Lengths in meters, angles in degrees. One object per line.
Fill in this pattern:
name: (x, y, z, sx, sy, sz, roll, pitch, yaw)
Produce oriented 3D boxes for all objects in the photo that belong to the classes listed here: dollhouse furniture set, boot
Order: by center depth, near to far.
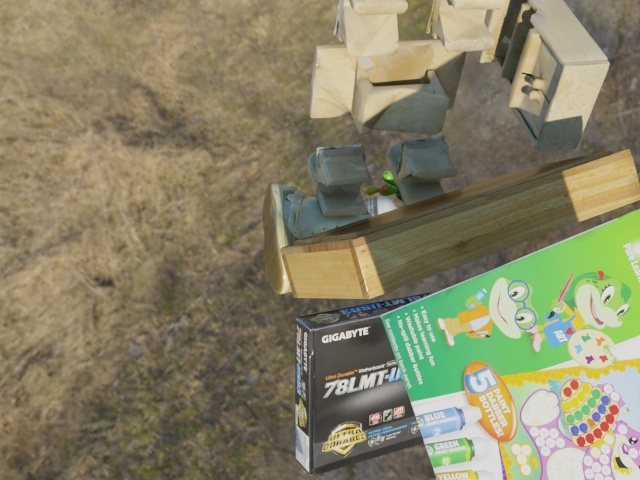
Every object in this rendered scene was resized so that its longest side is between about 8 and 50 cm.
dollhouse furniture set: (0.173, -0.264, 1.286, 0.394, 0.362, 0.256, -5, 47, -12)
boot: (0.000, 0.000, 1.304, 0.165, 0.077, 0.213, 8, 41, -14)

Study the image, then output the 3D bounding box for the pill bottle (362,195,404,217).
pill bottle: (0.080, -0.002, 1.871, 0.319, 0.176, 0.176, -7, 48, 7)

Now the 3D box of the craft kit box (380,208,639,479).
craft kit box: (0.197, 0.126, 0.628, 0.247, 0.061, 0.249, -24, 70, 14)

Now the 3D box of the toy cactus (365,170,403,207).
toy cactus: (0.215, -0.098, 2.031, 0.219, 0.180, 0.112, -41, 2, -10)

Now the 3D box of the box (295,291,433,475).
box: (0.095, 0.262, 1.622, 0.296, 0.293, 0.073, -8, 21, -27)

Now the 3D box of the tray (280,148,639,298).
tray: (0.176, -0.023, 1.093, 0.411, 0.076, 0.203, -19, 5, -25)
